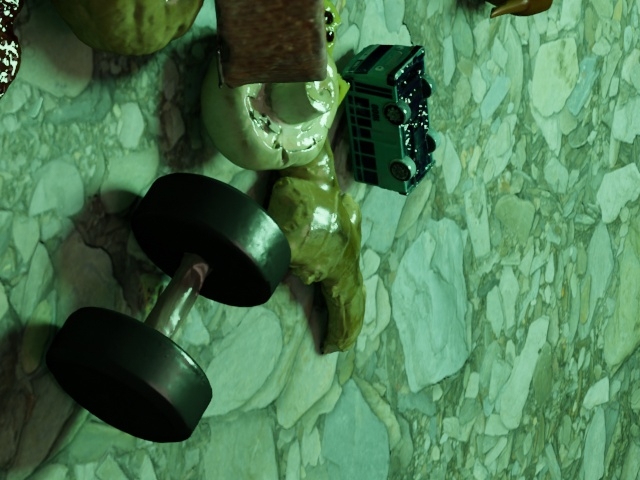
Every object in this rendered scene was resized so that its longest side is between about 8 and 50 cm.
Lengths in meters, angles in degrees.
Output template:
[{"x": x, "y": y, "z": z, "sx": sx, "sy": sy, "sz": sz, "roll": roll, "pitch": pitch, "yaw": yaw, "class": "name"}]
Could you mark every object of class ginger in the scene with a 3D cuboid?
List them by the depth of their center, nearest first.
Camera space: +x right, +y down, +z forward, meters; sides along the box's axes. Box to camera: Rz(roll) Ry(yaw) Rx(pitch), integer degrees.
[{"x": 0.000, "y": 0.000, "z": 1.819, "sx": 0.334, "sy": 0.081, "sz": 0.148, "roll": 67, "pitch": 26, "yaw": -44, "class": "ginger"}]

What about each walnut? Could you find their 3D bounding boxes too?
[{"x": -0.164, "y": -0.238, "z": 1.424, "sx": 0.166, "sy": 0.149, "sz": 0.166, "roll": -55, "pitch": 157, "yaw": -36, "class": "walnut"}]

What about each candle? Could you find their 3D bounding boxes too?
[{"x": -0.043, "y": -0.300, "z": 1.478, "sx": 0.287, "sy": 0.131, "sz": 0.317, "roll": -141, "pitch": -135, "yaw": -89, "class": "candle"}]

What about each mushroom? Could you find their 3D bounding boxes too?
[{"x": -0.044, "y": -0.140, "z": 1.652, "sx": 0.154, "sy": 0.122, "sz": 0.154, "roll": 0, "pitch": 90, "yaw": -45, "class": "mushroom"}]

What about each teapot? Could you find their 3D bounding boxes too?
[{"x": 0.234, "y": -0.337, "z": 2.065, "sx": 0.116, "sy": 0.116, "sz": 0.173, "roll": 55, "pitch": 32, "yaw": -48, "class": "teapot"}]

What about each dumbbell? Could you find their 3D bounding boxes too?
[{"x": -0.139, "y": 0.062, "z": 1.548, "sx": 0.218, "sy": 0.152, "sz": 0.152, "roll": -60, "pitch": 143, "yaw": -27, "class": "dumbbell"}]

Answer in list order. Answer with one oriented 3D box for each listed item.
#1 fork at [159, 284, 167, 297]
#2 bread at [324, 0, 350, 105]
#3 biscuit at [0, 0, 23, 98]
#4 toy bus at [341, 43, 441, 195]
[{"x": -0.162, "y": 0.101, "z": 1.655, "sx": 0.016, "sy": 0.012, "sz": 0.115, "roll": 5, "pitch": 90, "yaw": -61, "class": "fork"}, {"x": -0.023, "y": -0.227, "z": 1.737, "sx": 0.088, "sy": 0.049, "sz": 0.226, "roll": -65, "pitch": 145, "yaw": -22, "class": "bread"}, {"x": -0.310, "y": -0.175, "z": 1.314, "sx": 0.192, "sy": 0.049, "sz": 0.192, "roll": -10, "pitch": 103, "yaw": -51, "class": "biscuit"}, {"x": 0.075, "y": -0.140, "z": 1.876, "sx": 0.079, "sy": 0.091, "sz": 0.160, "roll": -49, "pitch": 142, "yaw": -41, "class": "toy bus"}]
